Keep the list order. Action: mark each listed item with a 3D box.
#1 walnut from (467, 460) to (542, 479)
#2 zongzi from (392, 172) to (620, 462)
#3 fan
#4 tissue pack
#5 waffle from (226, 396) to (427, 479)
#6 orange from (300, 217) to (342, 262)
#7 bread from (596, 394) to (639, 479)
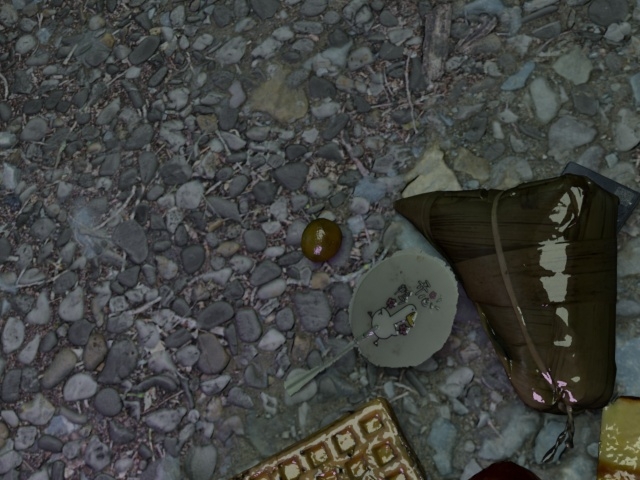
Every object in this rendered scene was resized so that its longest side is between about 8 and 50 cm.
[{"bbox_3d":[0.314,0.521,1.369,0.244,0.222,0.269,-30,49,-7],"label":"walnut"},{"bbox_3d":[0.331,0.142,1.587,0.467,0.218,0.500,-5,81,46],"label":"zongzi"},{"bbox_3d":[0.088,0.181,1.609,0.414,0.012,0.233,-39,53,14],"label":"fan"},{"bbox_3d":[0.531,-0.078,1.644,0.156,0.051,0.112,31,76,24],"label":"tissue pack"},{"bbox_3d":[0.014,0.485,1.516,0.376,0.114,0.261,-29,67,2],"label":"waffle"},{"bbox_3d":[0.000,0.000,1.733,0.085,0.085,0.095,29,85,23],"label":"orange"},{"bbox_3d":[0.564,0.379,1.305,0.198,0.236,0.263,21,67,-20],"label":"bread"}]
